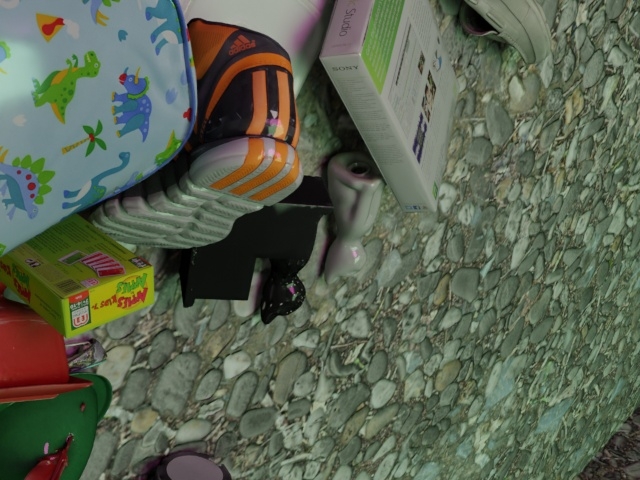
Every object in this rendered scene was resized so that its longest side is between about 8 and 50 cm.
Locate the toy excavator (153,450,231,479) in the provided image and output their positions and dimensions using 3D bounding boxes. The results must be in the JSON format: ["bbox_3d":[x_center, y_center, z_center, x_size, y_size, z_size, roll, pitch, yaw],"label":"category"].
[{"bbox_3d":[-0.247,0.456,0.998,0.445,0.433,0.222,-42,149,-70],"label":"toy excavator"}]

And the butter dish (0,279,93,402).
[{"bbox_3d":[-0.324,0.093,0.794,0.160,0.160,0.118,7,83,-50],"label":"butter dish"}]

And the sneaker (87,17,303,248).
[{"bbox_3d":[-0.124,-0.103,0.822,0.125,0.321,0.180,17,65,-40],"label":"sneaker"}]

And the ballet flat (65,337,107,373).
[{"bbox_3d":[-0.298,0.141,0.928,0.114,0.041,0.041,-26,131,-38],"label":"ballet flat"}]

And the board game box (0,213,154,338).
[{"bbox_3d":[-0.249,0.020,0.780,0.092,0.181,0.043,-22,128,-40],"label":"board game box"}]

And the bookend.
[{"bbox_3d":[-0.081,0.000,0.981,0.157,0.072,0.156,3,123,-16],"label":"bookend"}]

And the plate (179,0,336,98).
[{"bbox_3d":[-0.100,-0.207,0.924,0.278,0.045,0.277,24,94,-53],"label":"plate"}]

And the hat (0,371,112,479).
[{"bbox_3d":[-0.275,0.268,0.876,0.209,0.183,0.172,-19,143,-38],"label":"hat"}]

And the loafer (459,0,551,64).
[{"bbox_3d":[0.261,-0.350,1.221,0.112,0.112,0.319,-30,148,18],"label":"loafer"}]

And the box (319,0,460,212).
[{"bbox_3d":[0.104,-0.218,1.071,0.322,0.059,0.232,56,41,-51],"label":"box"}]

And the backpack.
[{"bbox_3d":[-0.272,-0.122,0.640,0.355,0.274,0.290,-45,139,-49],"label":"backpack"}]

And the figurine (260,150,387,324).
[{"bbox_3d":[0.000,0.000,1.151,0.215,0.092,0.209,-28,140,-38],"label":"figurine"}]
